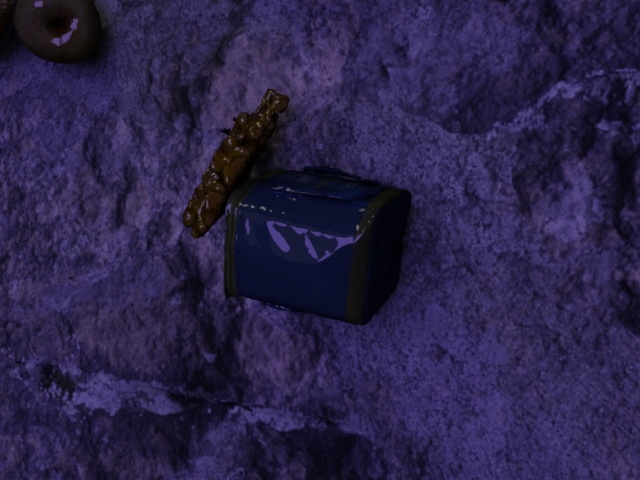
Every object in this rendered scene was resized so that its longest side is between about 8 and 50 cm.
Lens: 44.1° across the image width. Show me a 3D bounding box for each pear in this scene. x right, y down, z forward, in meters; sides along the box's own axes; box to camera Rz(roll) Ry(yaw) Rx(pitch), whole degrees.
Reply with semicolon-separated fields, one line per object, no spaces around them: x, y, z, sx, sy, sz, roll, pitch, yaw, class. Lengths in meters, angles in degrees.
-0.503;-0.422;1.518;0.167;0.136;0.167;-7;110;-19;pear

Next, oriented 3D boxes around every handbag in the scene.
0.000;0.000;1.261;0.240;0.263;0.223;11;112;17;handbag

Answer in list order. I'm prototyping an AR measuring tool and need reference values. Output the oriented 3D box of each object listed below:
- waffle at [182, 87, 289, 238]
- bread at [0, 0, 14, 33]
-0.150;-0.124;1.312;0.069;0.293;0.260;32;108;-3;waffle
-0.678;-0.447;1.534;0.288;0.119;0.153;-26;64;50;bread
